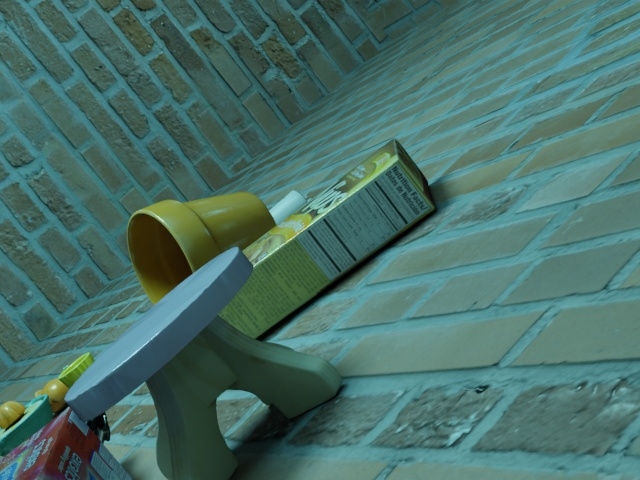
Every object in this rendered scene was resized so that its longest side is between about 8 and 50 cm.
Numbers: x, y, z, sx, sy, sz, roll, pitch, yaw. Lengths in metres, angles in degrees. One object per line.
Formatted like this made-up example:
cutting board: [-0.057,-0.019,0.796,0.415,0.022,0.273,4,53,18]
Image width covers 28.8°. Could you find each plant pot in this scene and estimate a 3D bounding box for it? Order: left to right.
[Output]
plant pot: [-0.175,0.012,1.995,0.188,0.205,0.205,-27,2,-31]

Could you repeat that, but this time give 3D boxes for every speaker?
speaker: [-0.080,-0.025,2.175,0.136,0.055,0.055,-41,10,-14]

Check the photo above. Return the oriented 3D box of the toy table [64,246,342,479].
toy table: [-0.118,0.139,1.253,0.252,0.161,0.274,-29,13,45]

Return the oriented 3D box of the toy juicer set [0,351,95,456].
toy juicer set: [-0.524,0.319,2.113,0.329,0.089,0.209,-46,12,-35]

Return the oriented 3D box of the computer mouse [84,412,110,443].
computer mouse: [-0.334,0.307,1.472,0.272,0.072,0.188,-49,11,-10]

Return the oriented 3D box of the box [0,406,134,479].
box: [-0.271,0.281,1.245,0.123,0.128,0.257,-38,10,2]

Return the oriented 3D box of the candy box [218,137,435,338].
candy box: [0.000,0.000,1.669,0.316,0.087,0.183,-37,10,10]
